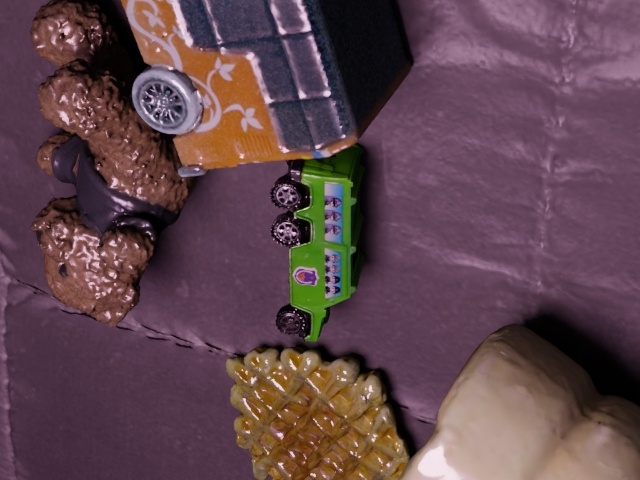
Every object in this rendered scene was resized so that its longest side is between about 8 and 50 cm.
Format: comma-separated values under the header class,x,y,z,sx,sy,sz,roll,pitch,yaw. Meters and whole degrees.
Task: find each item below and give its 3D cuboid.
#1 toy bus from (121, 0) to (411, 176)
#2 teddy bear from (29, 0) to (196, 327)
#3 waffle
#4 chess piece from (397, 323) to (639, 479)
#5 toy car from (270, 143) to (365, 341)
class,x,y,z,sx,sy,sz,roll,pitch,yaw
toy bus,-0.055,-0.194,0.919,0.167,0.138,0.275,-4,120,29
teddy bear,-0.160,-0.051,1.084,0.129,0.182,0.251,-1,127,-14
waffle,-0.003,0.167,1.195,0.169,0.036,0.183,-1,119,31
chess piece,0.270,0.244,0.986,0.442,0.234,0.234,33,130,12
toy car,0.000,0.000,1.064,0.063,0.071,0.165,5,124,9
